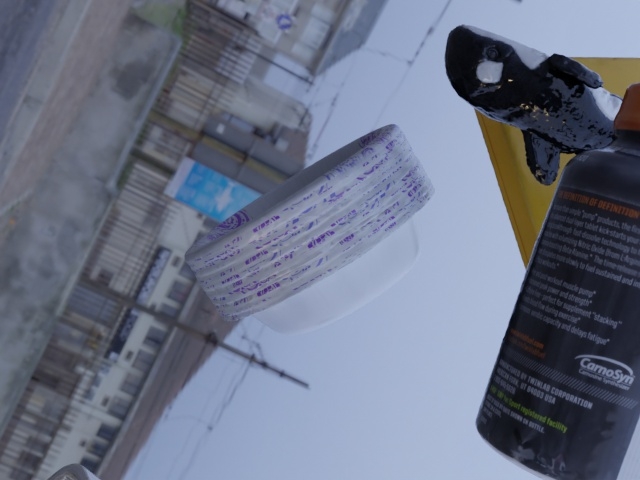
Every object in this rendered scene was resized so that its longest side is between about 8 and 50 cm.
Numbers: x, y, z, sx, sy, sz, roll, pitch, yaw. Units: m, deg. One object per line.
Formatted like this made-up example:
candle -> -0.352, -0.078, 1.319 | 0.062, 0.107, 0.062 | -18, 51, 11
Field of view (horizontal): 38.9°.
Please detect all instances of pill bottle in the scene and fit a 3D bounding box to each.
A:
pill bottle -> 0.195, 0.029, 0.570 | 0.130, 0.130, 0.246 | -135, -118, -78

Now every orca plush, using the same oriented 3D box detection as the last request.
orca plush -> 0.232, -0.098, 0.880 | 0.151, 0.287, 0.102 | 25, -90, 61

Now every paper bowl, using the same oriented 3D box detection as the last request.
paper bowl -> 0.000, 0.000, 1.027 | 0.284, 0.148, 0.284 | -30, -171, 5

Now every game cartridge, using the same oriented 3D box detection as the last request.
game cartridge -> 0.341, -0.077, 1.012 | 0.053, 0.323, 0.285 | 125, -44, -59

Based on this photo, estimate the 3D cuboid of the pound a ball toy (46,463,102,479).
pound a ball toy -> -0.225, 0.354, 0.862 | 0.208, 0.319, 0.135 | -44, -147, -6
